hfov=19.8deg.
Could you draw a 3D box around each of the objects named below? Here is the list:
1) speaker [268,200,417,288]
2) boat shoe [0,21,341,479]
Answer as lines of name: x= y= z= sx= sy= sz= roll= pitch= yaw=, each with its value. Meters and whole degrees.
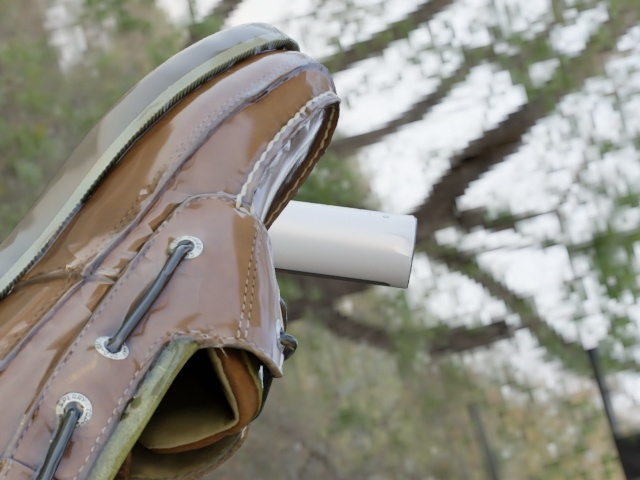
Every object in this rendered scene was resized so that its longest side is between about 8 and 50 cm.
speaker: x=0.000 y=0.000 z=1.342 sx=0.055 sy=0.136 sz=0.055 roll=-173 pitch=-90 yaw=-89
boat shoe: x=-0.062 y=0.037 z=0.618 sx=0.104 sy=0.307 sz=0.110 roll=29 pitch=-43 yaw=13
